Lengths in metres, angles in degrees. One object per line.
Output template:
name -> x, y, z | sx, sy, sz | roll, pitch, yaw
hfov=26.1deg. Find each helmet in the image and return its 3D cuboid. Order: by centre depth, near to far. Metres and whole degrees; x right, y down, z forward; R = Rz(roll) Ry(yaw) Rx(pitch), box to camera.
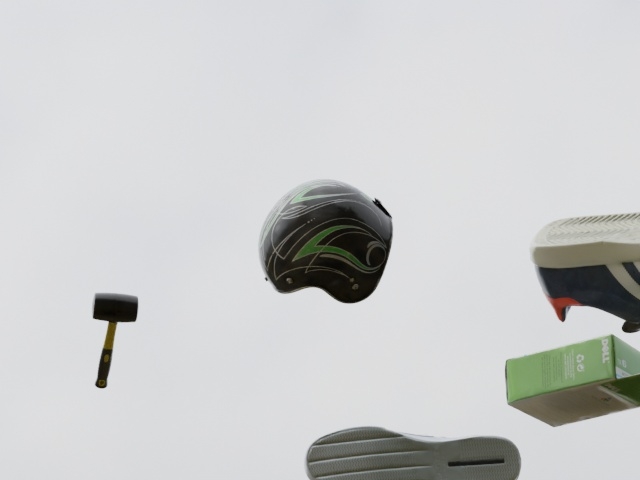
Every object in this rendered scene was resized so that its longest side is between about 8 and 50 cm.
helmet -> 0.000, 0.000, 1.867 | 0.161, 0.169, 0.169 | 18, -50, -18

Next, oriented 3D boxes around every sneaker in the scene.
sneaker -> 0.105, 0.274, 1.634 | 0.258, 0.094, 0.091 | 4, -22, -7
sneaker -> 0.452, 0.044, 1.793 | 0.350, 0.131, 0.148 | -2, -65, 31

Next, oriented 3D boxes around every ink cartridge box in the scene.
ink cartridge box -> 0.343, 0.168, 1.693 | 0.209, 0.062, 0.109 | -19, -34, 36

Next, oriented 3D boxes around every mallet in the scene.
mallet -> -0.298, 0.138, 1.886 | 0.062, 0.039, 0.190 | 11, -46, -17
